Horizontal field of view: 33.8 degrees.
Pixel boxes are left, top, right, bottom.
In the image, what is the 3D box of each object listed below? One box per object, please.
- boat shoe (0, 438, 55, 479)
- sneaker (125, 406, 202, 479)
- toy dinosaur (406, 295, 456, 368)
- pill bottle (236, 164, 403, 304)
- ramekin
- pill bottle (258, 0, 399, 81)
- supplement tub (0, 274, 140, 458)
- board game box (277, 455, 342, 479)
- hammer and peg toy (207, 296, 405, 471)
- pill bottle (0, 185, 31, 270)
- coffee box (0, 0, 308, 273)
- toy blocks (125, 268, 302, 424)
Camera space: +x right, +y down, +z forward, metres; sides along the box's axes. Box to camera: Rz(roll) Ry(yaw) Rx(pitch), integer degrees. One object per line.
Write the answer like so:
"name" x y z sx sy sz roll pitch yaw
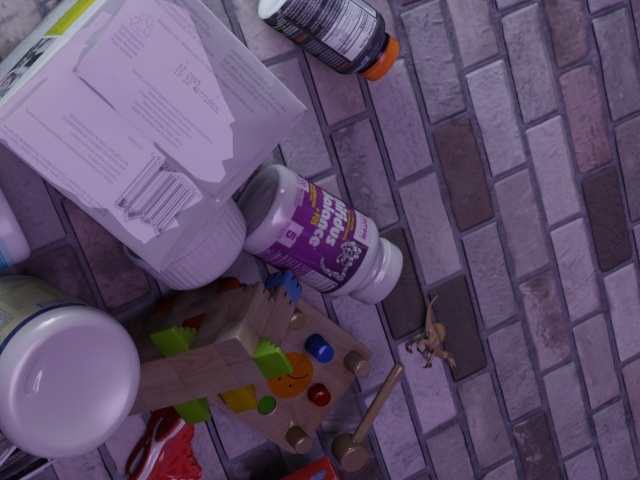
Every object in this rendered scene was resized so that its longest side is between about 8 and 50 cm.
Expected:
"boat shoe" -0.483 0.358 1.861 0.258 0.084 0.095 -40 116 -8
"sneaker" -0.260 0.375 1.976 0.128 0.087 0.221 28 105 -36
"toy dinosaur" 0.221 0.197 2.145 0.092 0.053 0.183 -38 125 -26
"pill bottle" 0.000 0.000 1.916 0.301 0.169 0.169 29 92 -27
"ramekin" -0.224 -0.011 1.803 0.207 0.207 0.109 -43 125 -6
"pill bottle" 0.022 -0.376 1.838 0.245 0.130 0.130 31 92 -28
"supplement tub" -0.458 0.186 1.665 0.235 0.325 0.235 -11 107 -37
"board game box" -0.076 0.576 2.043 0.316 0.064 0.242 -26 128 0
"hammer and peg toy" -0.020 0.271 2.012 0.361 0.127 0.266 38 88 -31
"pill bottle" -0.609 0.015 1.674 0.264 0.146 0.146 -25 113 -14
"coffee box" -0.296 -0.208 1.636 0.338 0.334 0.337 -49 116 -6
"toy blocks" -0.199 0.151 1.810 0.381 0.261 0.191 -18 119 26
